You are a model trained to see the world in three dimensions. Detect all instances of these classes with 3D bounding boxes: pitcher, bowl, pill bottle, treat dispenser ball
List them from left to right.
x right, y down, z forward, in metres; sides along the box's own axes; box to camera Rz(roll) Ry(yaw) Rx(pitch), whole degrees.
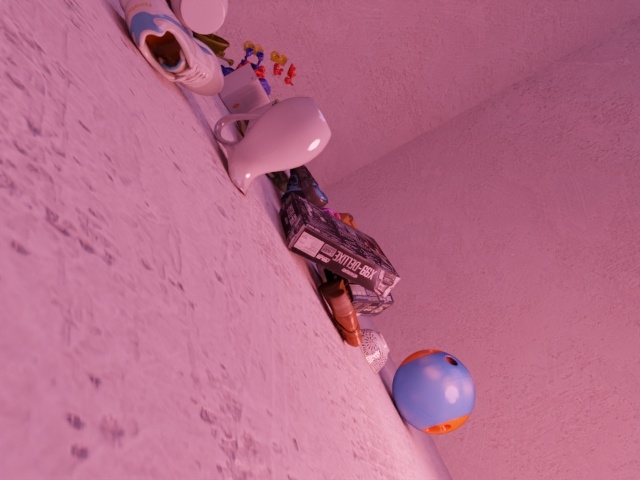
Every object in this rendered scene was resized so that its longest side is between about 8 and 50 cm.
[{"bbox_3d":[-0.374,-0.740,1.343,0.169,0.169,0.301,58,5,-46],"label":"pill bottle"},{"bbox_3d":[-0.100,-0.211,0.869,0.177,0.207,0.125,61,3,18],"label":"pitcher"},{"bbox_3d":[0.188,0.368,1.531,0.170,0.080,0.170,60,3,-6],"label":"bowl"},{"bbox_3d":[0.402,0.537,1.576,0.288,0.288,0.288,61,3,-6],"label":"treat dispenser ball"}]

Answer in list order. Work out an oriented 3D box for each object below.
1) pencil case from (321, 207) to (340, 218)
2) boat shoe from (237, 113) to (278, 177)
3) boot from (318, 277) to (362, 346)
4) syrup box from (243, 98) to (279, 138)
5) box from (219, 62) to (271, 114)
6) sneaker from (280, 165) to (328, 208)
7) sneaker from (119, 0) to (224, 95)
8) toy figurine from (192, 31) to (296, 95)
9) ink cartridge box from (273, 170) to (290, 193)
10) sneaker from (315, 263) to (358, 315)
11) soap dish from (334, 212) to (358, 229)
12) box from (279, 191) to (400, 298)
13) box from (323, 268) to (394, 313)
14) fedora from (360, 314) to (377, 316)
[{"bbox_3d":[-0.022,-0.086,1.523,0.104,0.104,0.236,60,-11,-27],"label":"pencil case"},{"bbox_3d":[-0.186,-0.303,1.420,0.223,0.073,0.080,59,4,-34],"label":"boat shoe"},{"bbox_3d":[0.056,0.192,1.195,0.197,0.073,0.152,-110,179,-77],"label":"boot"},{"bbox_3d":[-0.150,-0.301,1.262,0.093,0.096,0.237,57,21,-35],"label":"syrup box"},{"bbox_3d":[-0.236,-0.454,1.421,0.091,0.130,0.170,65,4,31],"label":"box"},{"bbox_3d":[-0.080,-0.172,1.485,0.125,0.140,0.341,50,8,-23],"label":"sneaker"},{"bbox_3d":[-0.230,-0.293,0.717,0.092,0.087,0.229,70,13,19],"label":"sneaker"},{"bbox_3d":[-0.288,-0.552,1.527,0.363,0.217,0.191,11,47,-24],"label":"toy figurine"},{"bbox_3d":[-0.174,-0.283,1.603,0.171,0.056,0.235,62,5,14],"label":"ink cartridge box"},{"bbox_3d":[0.066,0.144,1.409,0.235,0.095,0.090,59,6,-18],"label":"sneaker"},{"bbox_3d":[0.089,0.053,1.626,0.290,0.118,0.229,62,32,-10],"label":"soap dish"},{"bbox_3d":[0.044,0.007,1.195,0.307,0.076,0.242,28,17,-23],"label":"box"},{"bbox_3d":[0.116,0.139,1.329,0.180,0.077,0.147,8,52,-41],"label":"box"},{"bbox_3d":[0.172,0.197,1.931,0.124,0.244,0.275,-23,-113,61],"label":"fedora"}]
